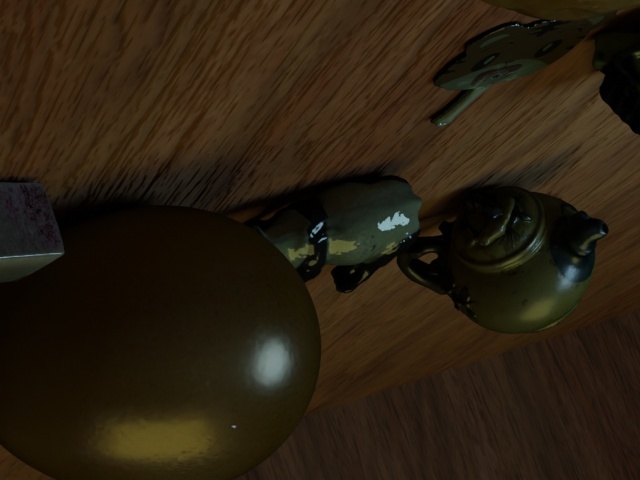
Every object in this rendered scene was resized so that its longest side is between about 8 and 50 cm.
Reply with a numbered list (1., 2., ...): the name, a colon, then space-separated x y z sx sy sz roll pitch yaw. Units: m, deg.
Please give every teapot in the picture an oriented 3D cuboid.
1. teapot: 0.203 0.008 2.085 0.269 0.173 0.182 -3 144 29

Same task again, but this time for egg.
1. egg: -0.150 0.096 1.570 0.322 0.250 0.250 -6 163 -37

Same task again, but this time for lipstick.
1. lipstick: -0.315 0.000 1.293 0.068 0.066 0.317 -27 167 32

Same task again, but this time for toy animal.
1. toy animal: 0.000 0.000 1.784 0.225 0.094 0.121 -13 165 -27

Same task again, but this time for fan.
1. fan: 0.148 -0.143 1.578 0.152 0.008 0.226 -15 167 -29

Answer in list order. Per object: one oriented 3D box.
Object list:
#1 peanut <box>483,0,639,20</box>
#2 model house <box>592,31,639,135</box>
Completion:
1. peanut: 0.224 -0.220 0.855 0.387 0.192 0.169 -23 155 13
2. model house: 0.345 -0.155 1.638 0.211 0.170 0.194 8 177 4
